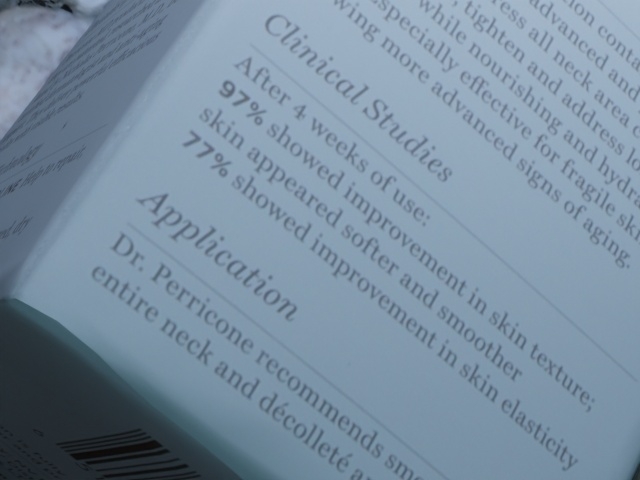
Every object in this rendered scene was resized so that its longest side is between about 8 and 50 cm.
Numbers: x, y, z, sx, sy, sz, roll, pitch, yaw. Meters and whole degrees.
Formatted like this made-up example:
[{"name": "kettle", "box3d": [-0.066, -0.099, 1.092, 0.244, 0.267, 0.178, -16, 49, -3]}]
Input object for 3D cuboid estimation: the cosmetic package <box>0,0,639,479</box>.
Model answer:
[{"name": "cosmetic package", "box3d": [0.000, 0.000, 0.967, 0.329, 0.327, 0.394, 41, 64, -16]}]
